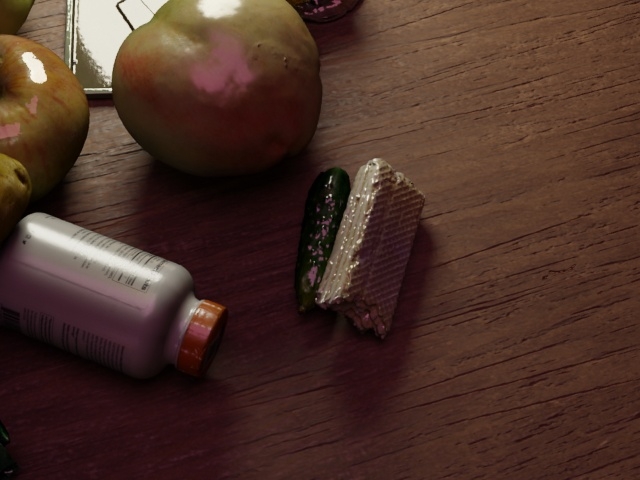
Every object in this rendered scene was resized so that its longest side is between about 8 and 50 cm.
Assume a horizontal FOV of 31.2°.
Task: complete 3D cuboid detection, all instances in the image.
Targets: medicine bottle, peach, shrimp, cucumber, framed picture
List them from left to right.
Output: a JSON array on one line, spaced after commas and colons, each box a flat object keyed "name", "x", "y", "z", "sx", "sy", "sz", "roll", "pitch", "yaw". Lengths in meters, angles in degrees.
[{"name": "medicine bottle", "x": -0.268, "y": 0.082, "z": 1.475, "sx": 0.288, "sy": 0.157, "sz": 0.157, "roll": 21, "pitch": 64, "yaw": 6}, {"name": "framed picture", "x": -0.286, "y": -0.344, "z": 1.767, "sx": 0.211, "sy": 0.020, "sz": 0.290, "roll": -2, "pitch": 63, "yaw": -5}, {"name": "peach", "x": -0.134, "y": -0.219, "z": 1.585, "sx": 0.292, "sy": 0.247, "sz": 0.292, "roll": -2, "pitch": 47, "yaw": 2}, {"name": "shrimp", "x": -0.042, "y": -0.398, "z": 1.801, "sx": 0.223, "sy": 0.047, "sz": 0.126, "roll": -6, "pitch": 74, "yaw": -8}, {"name": "cucumber", "x": 0.000, "y": 0.000, "z": 1.587, "sx": 0.069, "sy": 0.069, "sz": 0.228, "roll": 11, "pitch": 65, "yaw": 2}]

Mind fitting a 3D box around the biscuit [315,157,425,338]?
[{"name": "biscuit", "x": 0.069, "y": 0.010, "z": 1.563, "sx": 0.108, "sy": 0.061, "sz": 0.239, "roll": 37, "pitch": 57, "yaw": -32}]

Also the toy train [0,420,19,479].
[{"name": "toy train", "x": -0.533, "y": 0.300, "z": 1.367, "sx": 0.330, "sy": 0.138, "sz": 0.178, "roll": -37, "pitch": 62, "yaw": -17}]

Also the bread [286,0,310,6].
[{"name": "bread", "x": -0.057, "y": -0.497, "z": 1.770, "sx": 0.185, "sy": 0.109, "sz": 0.380, "roll": -7, "pitch": 49, "yaw": -10}]

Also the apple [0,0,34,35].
[{"name": "apple", "x": -0.537, "y": -0.384, "z": 1.642, "sx": 0.262, "sy": 0.262, "sz": 0.262, "roll": 2, "pitch": 63, "yaw": -3}]

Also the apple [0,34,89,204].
[{"name": "apple", "x": -0.439, "y": -0.163, "z": 1.568, "sx": 0.260, "sy": 0.194, "sz": 0.261, "roll": 2, "pitch": 59, "yaw": -3}]

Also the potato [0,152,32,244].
[{"name": "potato", "x": -0.494, "y": 0.038, "z": 1.386, "sx": 0.176, "sy": 0.195, "sz": 0.369, "roll": 39, "pitch": 82, "yaw": 25}]
